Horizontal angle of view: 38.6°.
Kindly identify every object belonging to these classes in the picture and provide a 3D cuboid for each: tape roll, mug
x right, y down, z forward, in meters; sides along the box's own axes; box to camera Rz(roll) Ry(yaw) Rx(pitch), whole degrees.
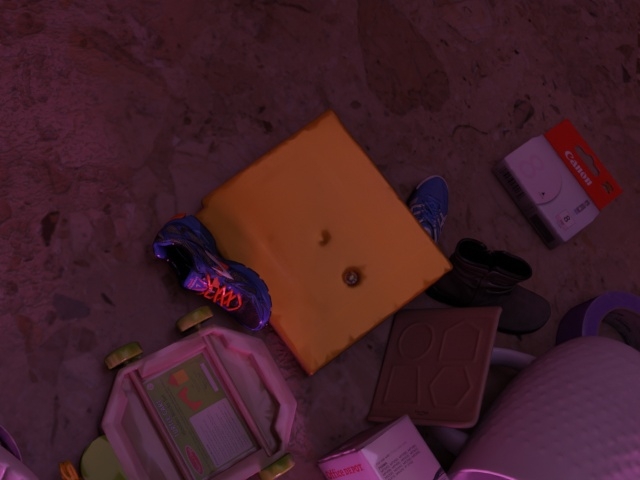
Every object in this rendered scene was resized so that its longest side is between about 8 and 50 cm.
[{"bbox_3d":[0.512,0.188,1.594,0.189,0.080,0.189,8,67,-19],"label":"tape roll"},{"bbox_3d":[0.342,0.295,1.404,0.374,0.276,0.328,26,54,24],"label":"mug"}]

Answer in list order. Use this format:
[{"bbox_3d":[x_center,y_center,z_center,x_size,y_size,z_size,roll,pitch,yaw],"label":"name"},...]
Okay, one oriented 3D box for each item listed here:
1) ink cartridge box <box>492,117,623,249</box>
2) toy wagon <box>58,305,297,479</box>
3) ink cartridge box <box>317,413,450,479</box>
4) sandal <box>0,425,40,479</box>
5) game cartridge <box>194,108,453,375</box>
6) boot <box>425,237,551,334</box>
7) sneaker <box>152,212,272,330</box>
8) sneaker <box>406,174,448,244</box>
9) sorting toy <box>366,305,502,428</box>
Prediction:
[{"bbox_3d":[0.455,-0.118,1.701,0.232,0.066,0.189,-34,85,-24],"label":"ink cartridge box"},{"bbox_3d":[-0.205,0.262,1.289,0.344,0.068,0.267,-26,82,-27],"label":"toy wagon"},{"bbox_3d":[0.120,0.383,1.312,0.100,0.172,0.237,-30,84,-28],"label":"ink cartridge box"},{"bbox_3d":[-0.449,0.280,1.160,0.416,0.169,0.102,45,21,-1],"label":"sandal"},{"bbox_3d":[0.000,0.000,1.432,0.285,0.052,0.323,-36,84,-9],"label":"game cartridge"},{"bbox_3d":[0.302,0.079,1.504,0.247,0.161,0.083,19,65,-14],"label":"boot"},{"bbox_3d":[-0.166,0.059,1.359,0.221,0.083,0.087,41,34,8],"label":"sneaker"},{"bbox_3d":[0.177,-0.023,1.538,0.080,0.081,0.211,26,64,-11],"label":"sneaker"},{"bbox_3d":[0.179,0.195,1.411,0.038,0.193,0.208,45,54,-37],"label":"sorting toy"}]
